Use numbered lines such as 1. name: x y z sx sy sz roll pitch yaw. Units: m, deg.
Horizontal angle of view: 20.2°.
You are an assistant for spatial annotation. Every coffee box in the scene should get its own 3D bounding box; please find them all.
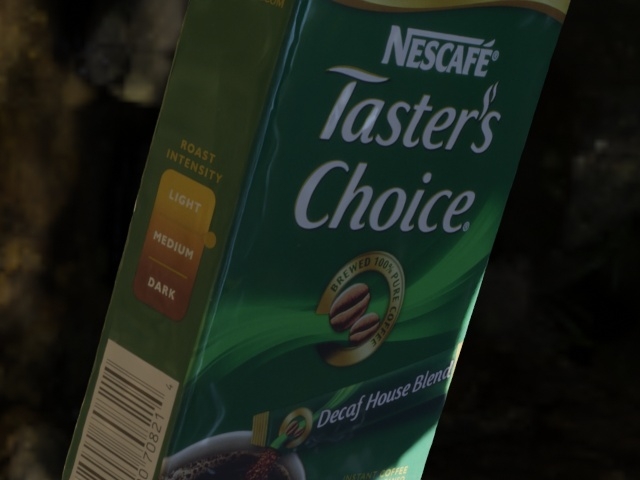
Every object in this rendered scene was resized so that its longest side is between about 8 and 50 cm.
1. coffee box: 0.000 0.000 0.492 0.113 0.040 0.184 3 108 -47
